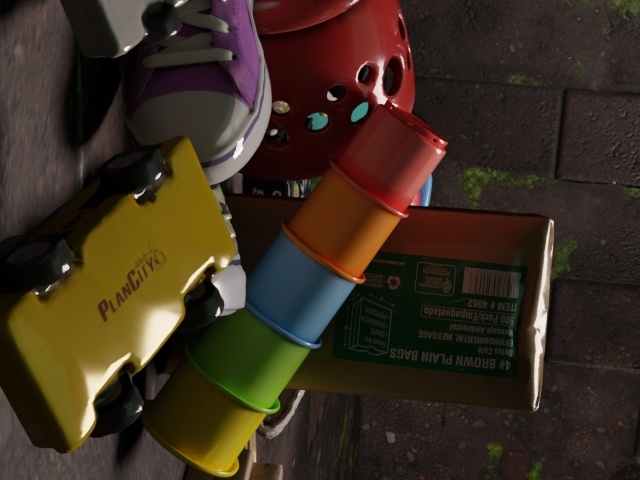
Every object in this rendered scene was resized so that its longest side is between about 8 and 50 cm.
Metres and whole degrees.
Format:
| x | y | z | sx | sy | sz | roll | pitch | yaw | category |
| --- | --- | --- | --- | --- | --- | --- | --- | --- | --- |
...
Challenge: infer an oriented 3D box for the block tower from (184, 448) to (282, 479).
| x | y | z | sx | sy | sz | roll | pitch | yaw | category |
| --- | --- | --- | --- | --- | --- | --- | --- | --- | --- |
| -0.086 | 0.357 | 1.374 | 0.097 | 0.091 | 0.335 | -77 | 169 | -47 | block tower |

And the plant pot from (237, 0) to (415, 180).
| x | y | z | sx | sy | sz | roll | pitch | yaw | category |
| --- | --- | --- | --- | --- | --- | --- | --- | --- | --- |
| -0.027 | -0.170 | 1.064 | 0.174 | 0.191 | 0.191 | 76 | 19 | -47 | plant pot |

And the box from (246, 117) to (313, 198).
| x | y | z | sx | sy | sz | roll | pitch | yaw | category |
| --- | --- | --- | --- | --- | --- | --- | --- | --- | --- |
| -0.048 | -0.012 | 1.562 | 0.175 | 0.051 | 0.220 | -72 | 166 | -61 | box |

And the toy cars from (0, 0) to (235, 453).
| x | y | z | sx | sy | sz | roll | pitch | yaw | category |
| --- | --- | --- | --- | --- | --- | --- | --- | --- | --- |
| -0.119 | -0.074 | 0.728 | 0.176 | 0.087 | 0.394 | 32 | 57 | -54 | toy cars |

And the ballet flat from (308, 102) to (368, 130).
| x | y | z | sx | sy | sz | roll | pitch | yaw | category |
| --- | --- | --- | --- | --- | --- | --- | --- | --- | --- |
| 0.011 | -0.256 | 1.704 | 0.123 | 0.123 | 0.349 | -77 | 172 | -49 | ballet flat |

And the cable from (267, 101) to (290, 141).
| x | y | z | sx | sy | sz | roll | pitch | yaw | category |
| --- | --- | --- | --- | --- | --- | --- | --- | --- | --- |
| -0.045 | -0.259 | 1.485 | 0.139 | 0.072 | 0.287 | 61 | 22 | -66 | cable |

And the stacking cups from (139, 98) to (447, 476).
| x | y | z | sx | sy | sz | roll | pitch | yaw | category |
| --- | --- | --- | --- | --- | --- | --- | --- | --- | --- |
| -0.023 | 0.031 | 1.037 | 0.316 | 0.096 | 0.096 | -57 | 178 | 10 | stacking cups |

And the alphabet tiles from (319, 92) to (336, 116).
| x | y | z | sx | sy | sz | roll | pitch | yaw | category |
| --- | --- | --- | --- | --- | --- | --- | --- | --- | --- |
| 0.041 | -0.288 | 1.466 | 0.284 | 0.021 | 0.278 | -59 | 158 | -56 | alphabet tiles |

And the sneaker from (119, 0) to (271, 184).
| x | y | z | sx | sy | sz | roll | pitch | yaw | category |
| --- | --- | --- | --- | --- | --- | --- | --- | --- | --- |
| -0.094 | -0.182 | 0.876 | 0.161 | 0.102 | 0.282 | 77 | 9 | -58 | sneaker |

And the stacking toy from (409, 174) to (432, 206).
| x | y | z | sx | sy | sz | roll | pitch | yaw | category |
| --- | --- | --- | --- | --- | --- | --- | --- | --- | --- |
| 0.056 | -0.077 | 2.152 | 0.302 | 0.175 | 0.166 | 13 | 88 | -70 | stacking toy |

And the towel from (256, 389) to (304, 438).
| x | y | z | sx | sy | sz | roll | pitch | yaw | category |
| --- | --- | --- | --- | --- | --- | --- | --- | --- | --- |
| -0.007 | 0.113 | 1.640 | 0.187 | 0.049 | 0.282 | 99 | 17 | -78 | towel |

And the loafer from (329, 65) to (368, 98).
| x | y | z | sx | sy | sz | roll | pitch | yaw | category |
| --- | --- | --- | --- | --- | --- | --- | --- | --- | --- |
| 0.018 | -0.226 | 1.243 | 0.302 | 0.095 | 0.109 | 105 | -5 | -69 | loafer |

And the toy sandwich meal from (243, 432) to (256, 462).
| x | y | z | sx | sy | sz | roll | pitch | yaw | category |
| --- | --- | --- | --- | --- | --- | --- | --- | --- | --- |
| -0.089 | 0.251 | 1.544 | 0.085 | 0.029 | 0.086 | 178 | -90 | -88 | toy sandwich meal |

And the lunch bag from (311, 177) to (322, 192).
| x | y | z | sx | sy | sz | roll | pitch | yaw | category |
| --- | --- | --- | --- | --- | --- | --- | --- | --- | --- |
| 0.000 | 0.000 | 1.857 | 0.219 | 0.090 | 0.176 | 84 | 17 | -55 | lunch bag |

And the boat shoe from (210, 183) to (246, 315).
| x | y | z | sx | sy | sz | roll | pitch | yaw | category |
| --- | --- | --- | --- | --- | --- | --- | --- | --- | --- |
| -0.109 | 0.001 | 0.913 | 0.302 | 0.109 | 0.094 | -127 | -151 | -84 | boat shoe |

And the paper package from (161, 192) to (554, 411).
| x | y | z | sx | sy | sz | roll | pitch | yaw | category |
| --- | --- | --- | --- | --- | --- | --- | --- | --- | --- |
| 0.044 | 0.047 | 1.239 | 0.309 | 0.324 | 0.168 | -14 | 109 | -82 | paper package |
